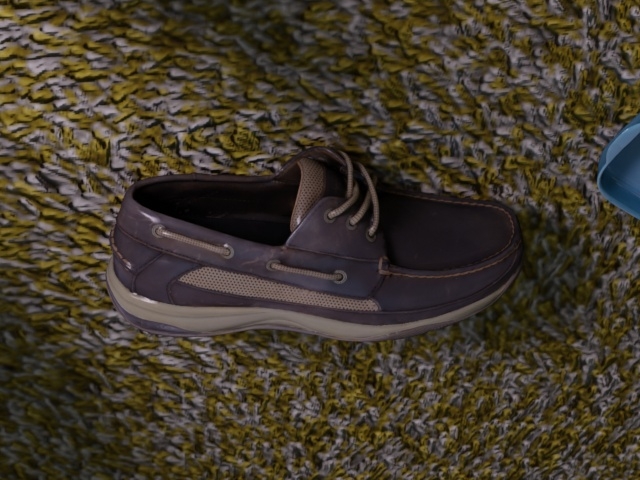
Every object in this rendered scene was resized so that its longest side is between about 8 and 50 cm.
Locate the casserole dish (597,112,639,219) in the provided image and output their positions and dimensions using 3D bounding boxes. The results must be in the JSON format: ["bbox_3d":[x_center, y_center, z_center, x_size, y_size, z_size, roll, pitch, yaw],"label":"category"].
[{"bbox_3d":[0.320,-0.061,1.399,0.188,0.037,0.114,26,122,-29],"label":"casserole dish"}]

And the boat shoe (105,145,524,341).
[{"bbox_3d":[0.000,0.000,1.326,0.355,0.132,0.130,-5,132,-9],"label":"boat shoe"}]
